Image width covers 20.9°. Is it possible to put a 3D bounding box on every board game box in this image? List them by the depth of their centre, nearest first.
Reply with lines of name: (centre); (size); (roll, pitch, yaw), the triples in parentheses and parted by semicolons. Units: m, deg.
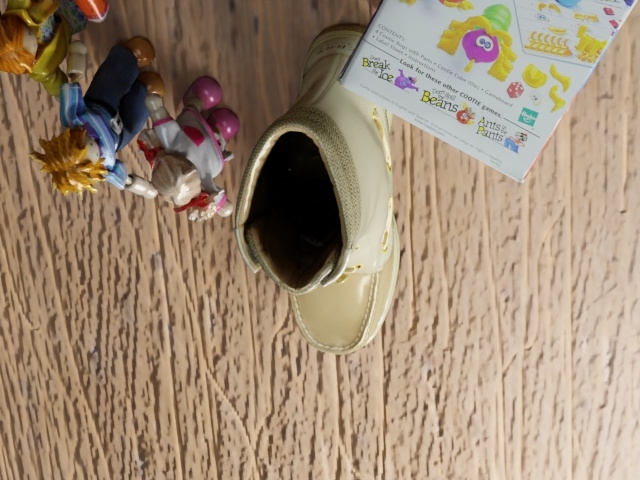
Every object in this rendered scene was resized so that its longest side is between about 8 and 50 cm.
board game box: (0.145, -0.205, 1.137); (0.144, 0.142, 0.275); (29, 120, -2)

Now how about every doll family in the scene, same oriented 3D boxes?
doll family: (-0.166, -0.113, 1.242); (0.118, 0.163, 0.263); (-21, 111, 22)

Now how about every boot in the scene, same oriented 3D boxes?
boot: (0.000, 0.000, 1.241); (0.095, 0.203, 0.262); (9, 118, 8)
